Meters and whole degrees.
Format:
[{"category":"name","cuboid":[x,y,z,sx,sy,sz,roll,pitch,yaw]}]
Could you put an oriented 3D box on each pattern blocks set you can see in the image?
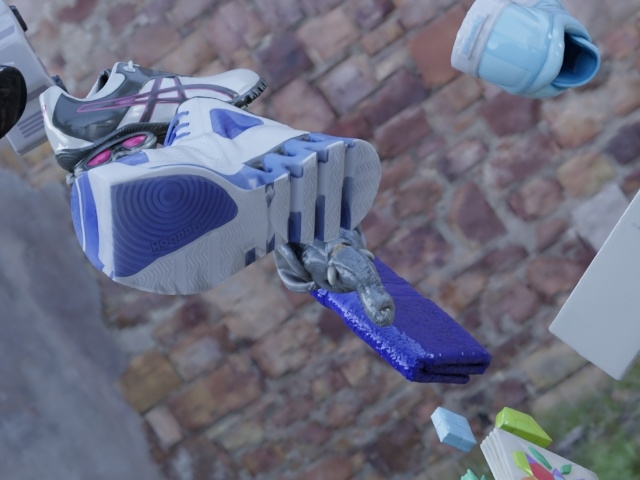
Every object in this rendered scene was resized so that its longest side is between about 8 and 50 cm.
[{"category":"pattern blocks set","cuboid":[0.283,0.304,1.679,0.325,0.285,0.026,18,-61,-37]}]

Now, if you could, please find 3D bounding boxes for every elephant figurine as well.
[{"category":"elephant figurine","cuboid":[0.000,0.000,1.823,0.169,0.239,0.186,-22,10,25]}]

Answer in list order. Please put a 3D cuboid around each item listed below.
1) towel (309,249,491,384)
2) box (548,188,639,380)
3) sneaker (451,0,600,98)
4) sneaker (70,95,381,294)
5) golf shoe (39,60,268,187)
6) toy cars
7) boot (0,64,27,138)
[{"category":"towel","cuboid":[0.097,0.119,2.178,0.228,0.308,0.076,3,-59,-52]},{"category":"box","cuboid":[0.382,0.027,1.630,0.094,0.113,0.275,-40,-18,-46]},{"category":"sneaker","cuboid":[0.277,-0.230,1.747,0.366,0.150,0.135,-31,-33,-64]},{"category":"sneaker","cuboid":[-0.115,-0.051,1.335,0.315,0.127,0.182,-14,28,-40]},{"category":"golf shoe","cuboid":[-0.175,-0.152,1.531,0.273,0.120,0.105,-28,-1,-36]},{"category":"toy cars","cuboid":[-0.338,-0.294,1.594,0.176,0.393,0.087,9,3,-14]},{"category":"boot","cuboid":[-0.438,-0.123,1.353,0.229,0.091,0.263,14,30,26]}]
